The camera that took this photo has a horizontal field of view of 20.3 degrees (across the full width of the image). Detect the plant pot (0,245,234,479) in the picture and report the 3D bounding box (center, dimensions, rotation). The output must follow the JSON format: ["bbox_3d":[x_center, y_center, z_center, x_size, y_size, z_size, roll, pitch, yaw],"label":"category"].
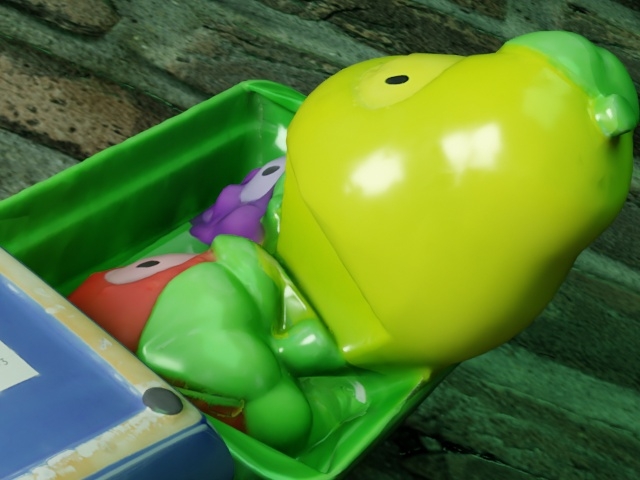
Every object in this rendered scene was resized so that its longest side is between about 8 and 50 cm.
[{"bbox_3d":[-0.195,0.133,0.819,0.236,0.212,0.236,38,32,20],"label":"plant pot"}]

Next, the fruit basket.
[{"bbox_3d":[0.000,0.000,1.018,0.283,0.392,0.392,33,31,14],"label":"fruit basket"}]
